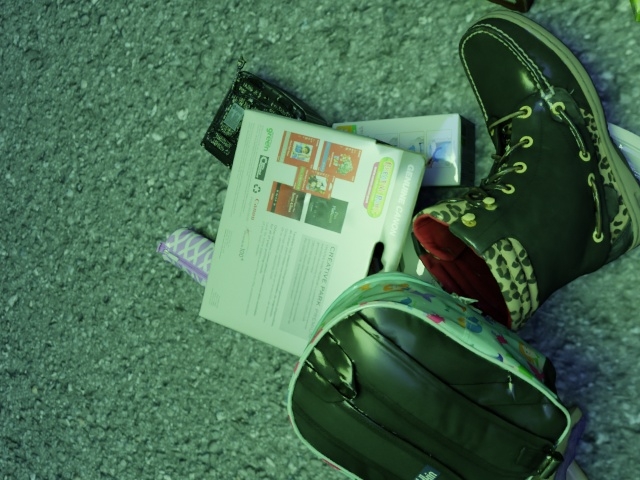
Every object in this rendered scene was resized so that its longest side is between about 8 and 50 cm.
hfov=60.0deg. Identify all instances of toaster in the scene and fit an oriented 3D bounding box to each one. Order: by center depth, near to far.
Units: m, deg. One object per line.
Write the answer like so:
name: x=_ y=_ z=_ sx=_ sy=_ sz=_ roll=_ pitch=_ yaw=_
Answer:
toaster: x=-0.099 y=-0.198 z=0.986 sx=0.168 sy=0.110 sz=0.186 roll=38 pitch=107 yaw=19

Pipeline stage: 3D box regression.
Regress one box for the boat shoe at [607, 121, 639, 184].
boat shoe: x=0.405 y=-0.123 z=0.776 sx=0.184 sy=0.066 sz=0.063 roll=31 pitch=104 yaw=12

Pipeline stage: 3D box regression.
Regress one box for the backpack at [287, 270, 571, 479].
backpack: x=0.100 y=0.159 z=0.598 sx=0.253 sy=0.191 sz=0.225 roll=29 pitch=111 yaw=-2

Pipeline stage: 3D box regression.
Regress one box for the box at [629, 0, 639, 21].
box: x=0.498 y=-0.379 z=0.726 sx=0.178 sy=0.042 sz=0.109 roll=-16 pitch=85 yaw=25

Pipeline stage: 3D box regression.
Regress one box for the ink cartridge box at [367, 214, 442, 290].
ink cartridge box: x=0.106 y=0.066 z=0.885 sx=0.307 sy=0.129 sz=0.223 roll=10 pitch=95 yaw=25

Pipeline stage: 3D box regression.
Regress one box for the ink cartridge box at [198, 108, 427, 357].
ink cartridge box: x=0.000 y=0.000 z=0.791 sx=0.271 sy=0.130 sz=0.310 roll=19 pitch=100 yaw=23

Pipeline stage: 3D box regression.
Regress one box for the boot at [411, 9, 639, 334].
boot: x=0.235 y=-0.087 z=0.711 sx=0.377 sy=0.284 sz=0.138 roll=59 pitch=157 yaw=-5

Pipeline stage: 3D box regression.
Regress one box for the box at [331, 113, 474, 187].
box: x=0.130 y=-0.134 z=0.874 sx=0.203 sy=0.114 sz=0.103 roll=1 pitch=94 yaw=26

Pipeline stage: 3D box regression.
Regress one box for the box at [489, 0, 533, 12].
box: x=0.304 y=-0.535 z=0.733 sx=0.143 sy=0.191 sz=0.381 roll=34 pitch=105 yaw=21

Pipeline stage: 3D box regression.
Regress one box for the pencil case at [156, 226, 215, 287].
pencil case: x=-0.215 y=0.049 z=1.064 sx=0.206 sy=0.088 sz=0.086 roll=29 pitch=106 yaw=21

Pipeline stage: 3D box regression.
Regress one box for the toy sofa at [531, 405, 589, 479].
toy sofa: x=0.273 y=0.361 z=0.688 sx=0.177 sy=0.362 sz=0.150 roll=-41 pitch=75 yaw=27
